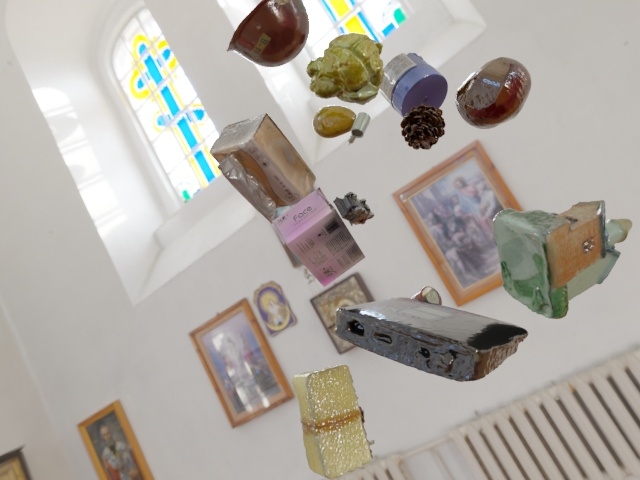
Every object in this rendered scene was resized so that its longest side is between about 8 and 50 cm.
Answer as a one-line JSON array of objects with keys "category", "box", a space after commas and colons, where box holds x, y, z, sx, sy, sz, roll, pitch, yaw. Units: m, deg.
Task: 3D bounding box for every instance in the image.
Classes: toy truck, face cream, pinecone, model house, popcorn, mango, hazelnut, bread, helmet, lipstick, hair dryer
[{"category": "toy truck", "box": [0.122, -0.115, 1.809, 0.092, 0.083, 0.192, -36, -23, 19]}, {"category": "face cream", "box": [0.418, -0.702, 2.219, 0.248, 0.225, 0.249, -21, -35, -15]}, {"category": "pinecone", "box": [0.362, -0.396, 1.732, 0.173, 0.174, 0.173, -29, -12, -7]}, {"category": "model house", "box": [0.648, 0.006, 1.259, 0.324, 0.267, 0.194, -24, 25, -12]}, {"category": "popcorn", "box": [0.093, -0.593, 1.720, 0.276, 0.276, 0.226, -45, 18, 50]}, {"category": "mango", "box": [0.063, -0.500, 2.051, 0.194, 0.138, 0.098, 3, 9, 5]}, {"category": "hazelnut", "box": [0.475, -0.406, 1.358, 0.160, 0.170, 0.201, -21, 0, -33]}, {"category": "bread", "box": [0.013, 0.464, 1.248, 0.178, 0.266, 0.141, -19, -10, 27]}, {"category": "helmet", "box": [-0.177, -0.806, 1.906, 0.384, 0.230, 0.338, -32, 24, 47]}, {"category": "lipstick", "box": [0.272, 0.221, 1.497, 0.080, 0.080, 0.241, -21, -17, -38]}, {"category": "hair dryer", "box": [0.093, -0.289, 1.318, 0.063, 0.037, 0.124, -66, 7, -25]}]

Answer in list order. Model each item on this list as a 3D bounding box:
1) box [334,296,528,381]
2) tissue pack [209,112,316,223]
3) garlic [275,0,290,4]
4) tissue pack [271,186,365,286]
[{"category": "box", "box": [0.250, 0.205, 1.105, 0.358, 0.091, 0.350, 13, 8, 37]}, {"category": "tissue pack", "box": [-0.198, -0.223, 1.610, 0.238, 0.239, 0.305, -33, -50, 11]}, {"category": "garlic", "box": [-0.194, -0.830, 1.395, 0.325, 0.279, 0.132, 35, -69, -31]}, {"category": "tissue pack", "box": [0.000, 0.000, 1.235, 0.148, 0.093, 0.246, -36, -37, 0]}]
